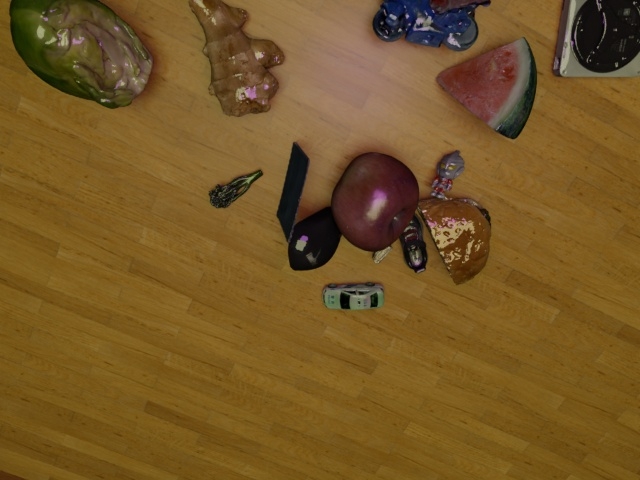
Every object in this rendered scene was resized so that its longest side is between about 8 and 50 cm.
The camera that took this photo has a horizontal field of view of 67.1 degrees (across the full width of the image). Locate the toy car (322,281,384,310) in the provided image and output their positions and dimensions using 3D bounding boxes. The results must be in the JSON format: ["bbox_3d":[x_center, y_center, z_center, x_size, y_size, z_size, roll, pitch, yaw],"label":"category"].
[{"bbox_3d":[0.119,0.208,1.738,0.224,0.076,0.090,-2,111,1],"label":"toy car"}]

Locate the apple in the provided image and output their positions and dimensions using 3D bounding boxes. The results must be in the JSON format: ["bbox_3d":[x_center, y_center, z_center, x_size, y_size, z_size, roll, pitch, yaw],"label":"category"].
[{"bbox_3d":[0.163,-0.121,1.517,0.235,0.305,0.306,35,111,27],"label":"apple"}]

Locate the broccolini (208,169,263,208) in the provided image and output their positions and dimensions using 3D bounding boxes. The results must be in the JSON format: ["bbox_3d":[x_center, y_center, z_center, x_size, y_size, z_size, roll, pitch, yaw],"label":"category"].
[{"bbox_3d":[-0.284,-0.178,1.624,0.202,0.068,0.091,-32,120,-5],"label":"broccolini"}]

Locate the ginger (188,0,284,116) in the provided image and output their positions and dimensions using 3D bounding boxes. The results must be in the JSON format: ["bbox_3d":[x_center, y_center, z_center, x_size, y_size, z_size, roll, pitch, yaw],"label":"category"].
[{"bbox_3d":[-0.240,-0.559,1.421,0.236,0.166,0.376,-7,116,12],"label":"ginger"}]

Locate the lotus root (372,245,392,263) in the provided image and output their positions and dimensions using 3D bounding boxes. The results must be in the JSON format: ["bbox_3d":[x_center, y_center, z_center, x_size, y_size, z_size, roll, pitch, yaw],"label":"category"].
[{"bbox_3d":[0.214,0.041,1.701,0.037,0.030,0.083,40,104,-11],"label":"lotus root"}]

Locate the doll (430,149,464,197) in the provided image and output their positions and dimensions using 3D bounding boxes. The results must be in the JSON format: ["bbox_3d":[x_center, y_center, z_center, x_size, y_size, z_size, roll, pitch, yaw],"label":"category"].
[{"bbox_3d":[0.414,-0.218,1.569,0.079,0.093,0.180,37,77,-54],"label":"doll"}]

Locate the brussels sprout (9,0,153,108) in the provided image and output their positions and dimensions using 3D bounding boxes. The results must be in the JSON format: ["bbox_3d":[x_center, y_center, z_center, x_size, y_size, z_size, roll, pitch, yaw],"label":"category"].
[{"bbox_3d":[-0.673,-0.551,1.360,0.371,0.314,0.276,30,81,-45],"label":"brussels sprout"}]

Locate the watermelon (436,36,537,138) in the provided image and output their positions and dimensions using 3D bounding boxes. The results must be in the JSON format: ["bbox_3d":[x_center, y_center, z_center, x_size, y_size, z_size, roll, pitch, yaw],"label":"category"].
[{"bbox_3d":[0.511,-0.448,1.413,0.292,0.250,0.284,4,105,-4],"label":"watermelon"}]

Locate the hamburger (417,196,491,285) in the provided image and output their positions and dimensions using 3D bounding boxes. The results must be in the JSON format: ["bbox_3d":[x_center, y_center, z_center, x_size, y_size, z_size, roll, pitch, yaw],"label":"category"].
[{"bbox_3d":[0.473,-0.029,1.606,0.208,0.162,0.330,-29,102,12],"label":"hamburger"}]

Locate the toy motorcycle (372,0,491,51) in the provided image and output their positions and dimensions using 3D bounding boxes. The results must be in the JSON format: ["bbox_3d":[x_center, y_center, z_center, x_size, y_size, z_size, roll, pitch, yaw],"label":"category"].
[{"bbox_3d":[0.309,-0.670,1.395,0.318,0.241,0.182,6,150,-8],"label":"toy motorcycle"}]

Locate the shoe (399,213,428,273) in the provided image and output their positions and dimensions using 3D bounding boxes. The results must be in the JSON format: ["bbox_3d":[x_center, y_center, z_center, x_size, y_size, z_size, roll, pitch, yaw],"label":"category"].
[{"bbox_3d":[0.318,0.011,1.647,0.099,0.112,0.228,-16,111,7],"label":"shoe"}]

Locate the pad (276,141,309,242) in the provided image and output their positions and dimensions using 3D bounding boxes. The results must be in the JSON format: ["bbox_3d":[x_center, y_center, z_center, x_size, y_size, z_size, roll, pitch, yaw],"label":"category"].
[{"bbox_3d":[-0.090,-0.157,1.510,0.012,0.269,0.270,10,112,-17],"label":"pad"}]

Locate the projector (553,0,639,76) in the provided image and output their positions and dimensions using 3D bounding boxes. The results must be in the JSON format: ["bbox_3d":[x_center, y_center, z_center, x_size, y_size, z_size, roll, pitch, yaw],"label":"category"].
[{"bbox_3d":[0.849,-0.621,1.433,0.258,0.079,0.258,0,109,-1],"label":"projector"}]

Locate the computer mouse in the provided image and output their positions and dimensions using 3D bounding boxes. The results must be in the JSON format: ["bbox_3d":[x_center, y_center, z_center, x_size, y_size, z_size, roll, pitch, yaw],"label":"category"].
[{"bbox_3d":[0.000,0.000,1.564,0.100,0.269,0.170,18,120,24],"label":"computer mouse"}]
